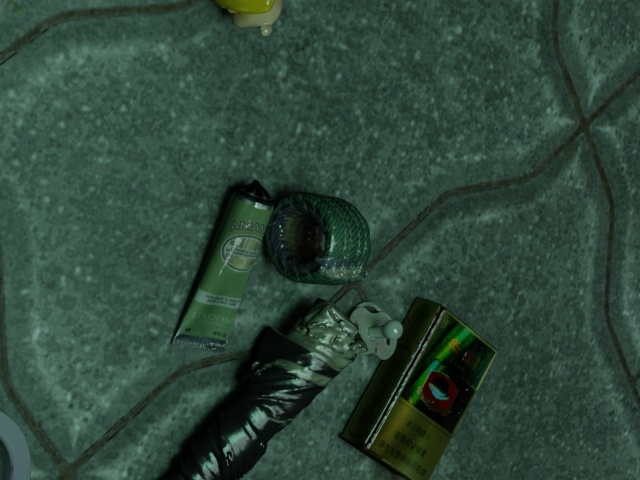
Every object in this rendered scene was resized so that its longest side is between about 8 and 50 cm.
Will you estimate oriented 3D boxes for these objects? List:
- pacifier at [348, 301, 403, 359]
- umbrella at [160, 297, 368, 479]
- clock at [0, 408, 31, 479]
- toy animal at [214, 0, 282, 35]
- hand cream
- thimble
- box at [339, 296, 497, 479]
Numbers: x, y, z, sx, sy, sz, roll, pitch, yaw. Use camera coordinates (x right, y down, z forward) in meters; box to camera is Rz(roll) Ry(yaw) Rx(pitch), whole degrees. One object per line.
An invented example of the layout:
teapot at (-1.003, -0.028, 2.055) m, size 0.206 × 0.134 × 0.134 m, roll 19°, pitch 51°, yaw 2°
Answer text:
pacifier at (0.084, 0.124, 2.152) m, size 0.099 × 0.078 × 0.081 m, roll 12°, pitch 73°, yaw -41°
umbrella at (-0.089, 0.222, 2.035) m, size 0.358 × 0.106 × 0.113 m, roll -46°, pitch 118°, yaw -12°
clock at (-0.490, 0.295, 1.693) m, size 0.338 × 0.102 × 0.338 m, roll -13°, pitch 112°, yaw -37°
toy animal at (-0.085, -0.308, 1.886) m, size 0.082 × 0.091 × 0.114 m, roll 55°, pitch 35°, yaw -55°
hand cream at (-0.117, 0.035, 1.971) m, size 0.086 × 0.055 × 0.235 m, roll 14°, pitch 101°, yaw -39°
thimble at (-0.001, -0.002, 1.999) m, size 0.090 × 0.135 × 0.118 m, roll 3°, pitch 100°, yaw -42°
box at (0.146, 0.223, 2.237) m, size 0.159 × 0.071 × 0.240 m, roll 37°, pitch 78°, yaw -38°
